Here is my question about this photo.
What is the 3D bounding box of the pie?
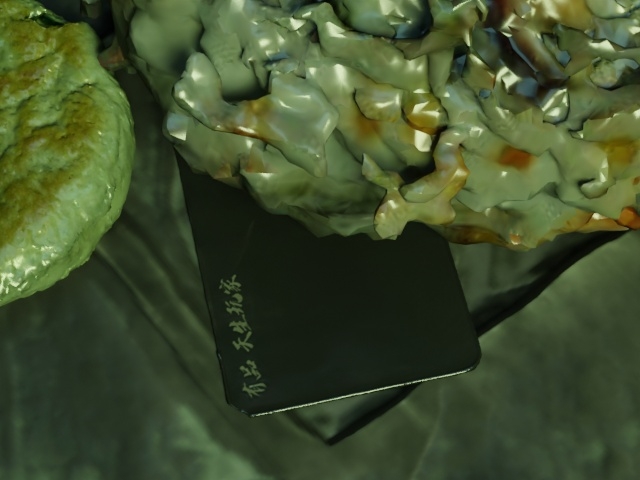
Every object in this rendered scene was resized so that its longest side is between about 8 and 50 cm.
[{"bbox_3d":[-0.174,-0.041,0.723,0.187,0.041,0.186,-1,59,1],"label":"pie"}]

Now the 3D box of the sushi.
[{"bbox_3d":[0.066,-0.175,0.712,0.418,0.176,0.417,3,67,-8],"label":"sushi"}]

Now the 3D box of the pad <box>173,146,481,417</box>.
[{"bbox_3d":[0.000,0.000,0.716,0.112,0.003,0.157,-12,60,-5],"label":"pad"}]
